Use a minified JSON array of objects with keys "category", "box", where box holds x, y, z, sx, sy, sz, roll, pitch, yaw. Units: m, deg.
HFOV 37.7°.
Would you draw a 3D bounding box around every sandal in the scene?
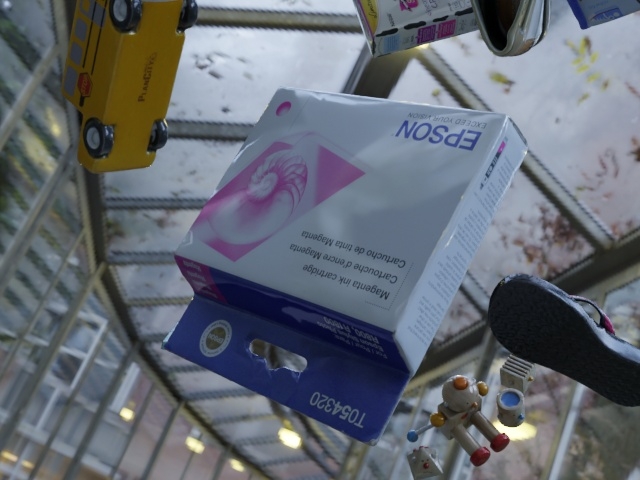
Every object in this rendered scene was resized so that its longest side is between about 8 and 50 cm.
[{"category":"sandal","box":[0.191,0.071,0.703,0.179,0.040,0.067,32,-46,-26]}]

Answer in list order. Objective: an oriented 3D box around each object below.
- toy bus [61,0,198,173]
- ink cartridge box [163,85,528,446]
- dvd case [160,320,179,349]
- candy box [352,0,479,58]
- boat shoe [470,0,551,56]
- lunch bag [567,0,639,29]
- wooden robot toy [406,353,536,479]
[{"category":"toy bus","box":[-0.254,-0.257,1.223,0.130,0.108,0.333,38,-57,31]},{"category":"ink cartridge box","box":[0.000,0.000,0.957,0.324,0.330,0.071,15,-21,42]},{"category":"dvd case","box":[-0.145,0.123,1.167,0.087,0.013,0.119,7,6,0]},{"category":"candy box","box":[0.176,-0.419,1.591,0.233,0.159,0.071,-17,-22,-3]},{"category":"boat shoe","box":[0.240,-0.387,1.205,0.113,0.103,0.302,0,-67,32]},{"category":"lunch bag","box":[0.486,-0.573,1.428,0.327,0.239,0.385,-14,-62,50]},{"category":"wooden robot toy","box":[0.150,0.161,0.912,0.076,0.173,0.079,41,-27,41]}]
